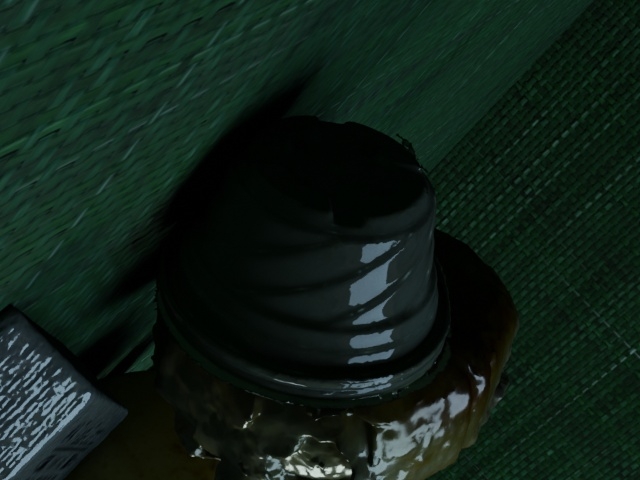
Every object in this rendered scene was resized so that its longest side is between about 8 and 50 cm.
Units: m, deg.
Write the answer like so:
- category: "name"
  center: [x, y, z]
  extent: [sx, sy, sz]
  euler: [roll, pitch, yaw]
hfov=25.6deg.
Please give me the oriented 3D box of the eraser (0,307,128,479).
- category: "eraser"
  center: [-0.212, 0.130, 1.016]
  extent: [0.111, 0.077, 0.352]
  euler: [-43, 175, -9]

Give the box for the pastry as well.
- category: "pastry"
  center: [0.007, 0.074, 1.171]
  extent: [0.329, 0.329, 0.136]
  euler: [-40, 147, -47]

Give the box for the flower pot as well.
- category: "flower pot"
  center: [0.000, 0.000, 1.030]
  extent: [0.235, 0.235, 0.141]
  euler: [-39, 153, -49]

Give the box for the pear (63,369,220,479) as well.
- category: "pear"
  center: [-0.168, 0.294, 1.332]
  extent: [0.348, 0.348, 0.348]
  euler: [-44, 176, -4]
